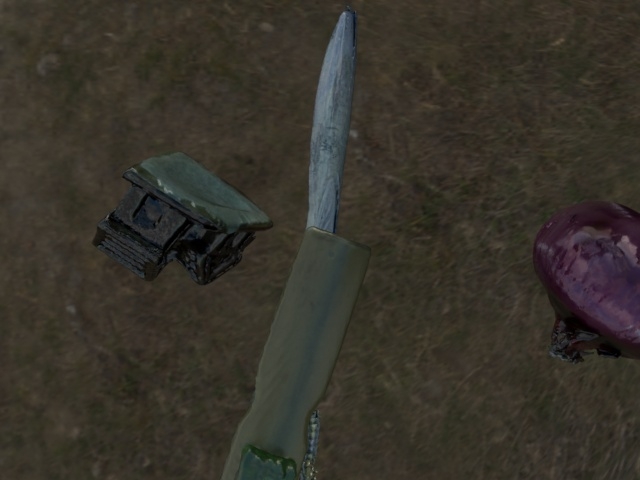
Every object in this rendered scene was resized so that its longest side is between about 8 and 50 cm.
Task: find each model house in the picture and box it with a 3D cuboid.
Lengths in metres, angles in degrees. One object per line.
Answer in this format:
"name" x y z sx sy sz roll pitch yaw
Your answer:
"model house" -0.158 -0.005 1.224 0.165 0.106 0.152 35 120 -12

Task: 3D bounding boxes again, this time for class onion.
"onion" 0.174 0.031 0.688 0.115 0.115 0.104 38 88 17

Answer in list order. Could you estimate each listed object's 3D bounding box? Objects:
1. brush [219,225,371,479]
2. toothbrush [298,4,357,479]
"brush" -0.030 0.130 0.814 0.054 0.048 0.282 19 86 -6
"toothbrush" 0.000 0.000 0.977 0.042 0.035 0.413 -1 80 46
